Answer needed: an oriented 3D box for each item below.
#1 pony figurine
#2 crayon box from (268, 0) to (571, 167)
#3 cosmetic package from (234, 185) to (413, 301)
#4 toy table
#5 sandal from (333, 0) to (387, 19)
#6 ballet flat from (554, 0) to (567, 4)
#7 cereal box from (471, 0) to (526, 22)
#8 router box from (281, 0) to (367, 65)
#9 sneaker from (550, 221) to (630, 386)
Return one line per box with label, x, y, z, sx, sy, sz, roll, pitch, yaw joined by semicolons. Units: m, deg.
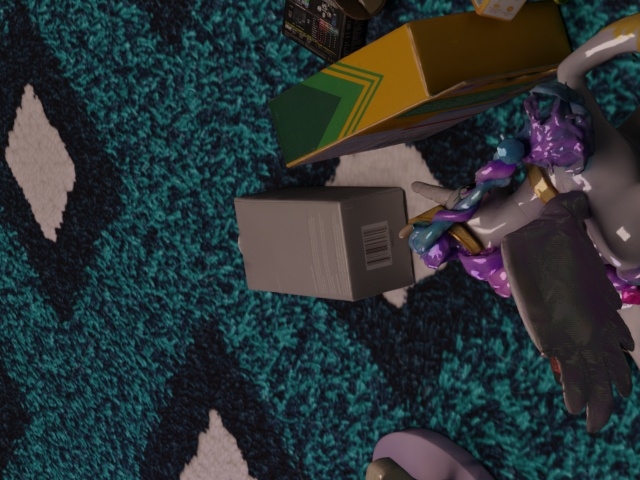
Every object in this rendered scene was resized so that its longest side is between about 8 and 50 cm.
pony figurine;0.268;-0.013;1.441;0.363;0.303;0.351;-39;57;15
crayon box;0.116;-0.169;1.711;0.323;0.203;0.083;-20;85;55
cosmetic package;0.000;0.000;2.031;0.238;0.107;0.127;8;109;57
toy table;0.106;0.347;1.954;0.274;0.160;0.252;24;121;48
sandal;0.021;-0.357;1.904;0.090;0.060;0.219;-27;85;11
ballet flat;0.282;-0.277;1.561;0.077;0.077;0.231;59;151;-9
cereal box;0.203;-0.357;1.586;0.240;0.047;0.173;-58;35;39
router box;0.005;-0.272;1.976;0.122;0.038;0.092;38;131;42
sneaker;0.269;0.019;1.656;0.135;0.097;0.276;35;127;44
